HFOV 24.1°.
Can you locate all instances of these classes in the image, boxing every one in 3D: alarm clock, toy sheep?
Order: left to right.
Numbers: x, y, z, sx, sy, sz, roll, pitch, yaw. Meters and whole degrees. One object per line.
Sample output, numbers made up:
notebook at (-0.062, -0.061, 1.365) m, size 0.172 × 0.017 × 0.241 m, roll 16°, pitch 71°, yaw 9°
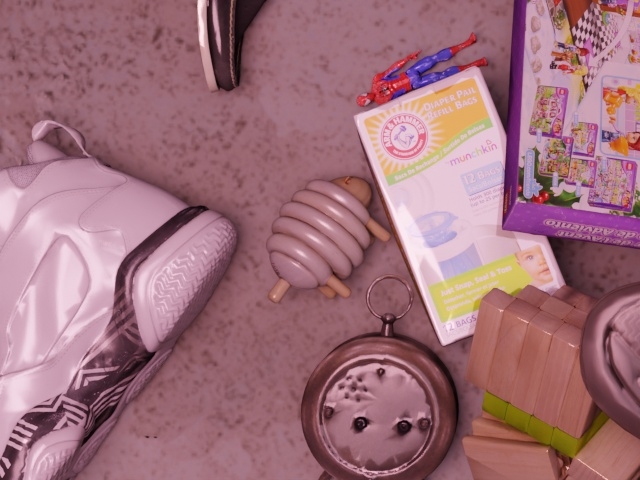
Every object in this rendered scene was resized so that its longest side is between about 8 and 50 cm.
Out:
toy sheep at (0.000, 0.000, 1.254) m, size 0.091 × 0.091 × 0.132 m, roll 33°, pitch 71°, yaw 5°
alarm clock at (0.050, 0.124, 1.247) m, size 0.129 × 0.064 × 0.192 m, roll 4°, pitch 89°, yaw 7°

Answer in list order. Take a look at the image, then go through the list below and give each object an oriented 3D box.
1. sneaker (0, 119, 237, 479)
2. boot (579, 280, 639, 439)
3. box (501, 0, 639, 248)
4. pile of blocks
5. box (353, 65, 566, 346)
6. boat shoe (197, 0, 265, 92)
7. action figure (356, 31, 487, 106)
sneaker at (-0.251, 0.080, 1.245) m, size 0.210 × 0.137 × 0.366 m, roll 37°, pitch 84°, yaw 6°
boot at (0.362, 0.090, 1.113) m, size 0.377 × 0.284 × 0.138 m, roll 6°, pitch 96°, yaw 0°
box at (0.253, -0.134, 1.196) m, size 0.201 × 0.057 × 0.293 m, roll 8°, pitch 65°, yaw -3°
pile of blocks at (0.214, 0.183, 1.205) m, size 0.149 × 0.113 × 0.362 m, roll 4°, pitch 119°, yaw 41°
box at (0.113, -0.025, 1.237) m, size 0.114 × 0.103 × 0.203 m, roll -21°, pitch 85°, yaw 2°
boat shoe at (-0.062, -0.239, 1.274) m, size 0.079 × 0.084 × 0.233 m, roll 7°, pitch 84°, yaw 5°
action figure at (0.084, -0.141, 1.286) m, size 0.115 × 0.030 × 0.038 m, roll -25°, pitch 90°, yaw 4°
